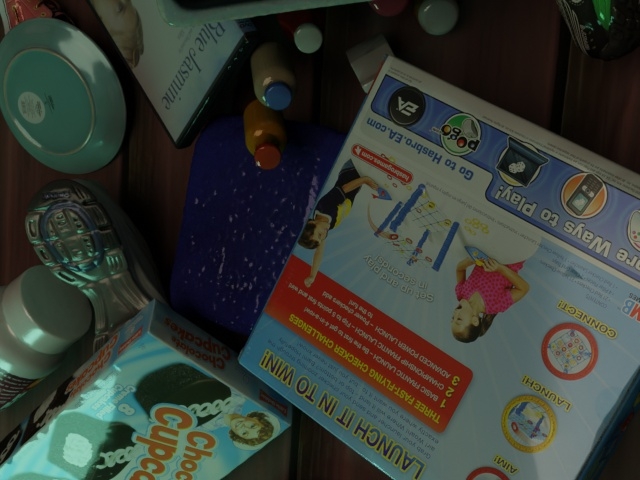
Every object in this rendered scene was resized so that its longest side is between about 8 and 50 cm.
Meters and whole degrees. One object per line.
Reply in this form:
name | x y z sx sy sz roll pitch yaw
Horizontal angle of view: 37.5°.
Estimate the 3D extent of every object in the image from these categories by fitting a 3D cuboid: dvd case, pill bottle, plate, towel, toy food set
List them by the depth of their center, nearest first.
toy food set | 0.018 -0.166 0.853 0.232 0.104 0.111 -28 119 9
towel | 0.000 0.000 0.943 0.308 0.076 0.228 12 92 28
dvd case | -0.167 -0.242 0.953 0.253 0.022 0.180 57 138 13
plate | -0.308 -0.161 1.089 0.188 0.024 0.188 11 119 21
pill bottle | -0.381 0.128 1.129 0.221 0.121 0.121 -36 76 26

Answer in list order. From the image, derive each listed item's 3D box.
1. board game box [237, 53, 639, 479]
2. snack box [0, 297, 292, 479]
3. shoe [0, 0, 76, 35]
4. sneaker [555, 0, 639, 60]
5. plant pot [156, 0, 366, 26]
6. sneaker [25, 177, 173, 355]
board game box | 0.123 0.049 0.774 0.308 0.086 0.302 33 103 29
snack box | -0.204 0.217 1.013 0.187 0.060 0.322 37 117 -24
shoe | -0.334 -0.273 1.113 0.081 0.063 0.178 -5 96 28
sneaker | 0.184 -0.300 0.799 0.146 0.134 0.344 -29 70 34
plant pot | -0.018 -0.335 0.787 0.247 0.252 0.248 -7 112 1
sneaker | -0.207 0.058 1.038 0.111 0.129 0.297 -18 104 10
